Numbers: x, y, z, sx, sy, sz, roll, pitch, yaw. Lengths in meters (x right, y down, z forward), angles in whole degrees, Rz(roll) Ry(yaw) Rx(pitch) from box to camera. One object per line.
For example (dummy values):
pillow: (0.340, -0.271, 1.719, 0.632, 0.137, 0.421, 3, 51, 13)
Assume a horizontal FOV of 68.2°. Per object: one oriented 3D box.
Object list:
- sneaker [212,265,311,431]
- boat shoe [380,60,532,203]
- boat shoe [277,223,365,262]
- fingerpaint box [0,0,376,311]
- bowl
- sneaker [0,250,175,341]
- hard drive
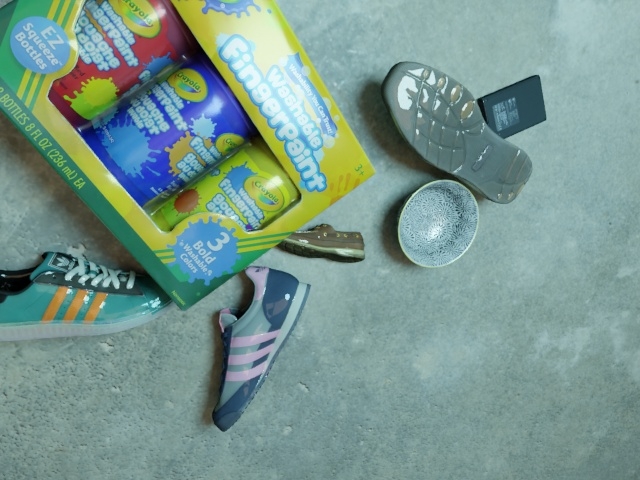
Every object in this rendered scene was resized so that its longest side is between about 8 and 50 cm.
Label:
sneaker: (-0.143, 0.192, 0.872, 0.131, 0.112, 0.318, 28, 93, -6)
boat shoe: (0.229, -0.185, 0.855, 0.355, 0.130, 0.132, 34, 97, -29)
boat shoe: (0.000, 0.000, 0.877, 0.178, 0.064, 0.060, 9, 72, -21)
fingerpaint box: (-0.192, -0.182, 0.702, 0.371, 0.163, 0.444, -36, 113, -5)
bowl: (0.211, -0.039, 0.916, 0.170, 0.080, 0.170, -5, 108, -16)
sneaker: (-0.383, 0.077, 0.747, 0.303, 0.108, 0.120, -6, 111, -14)
hard drive: (0.382, -0.259, 0.937, 0.135, 0.022, 0.094, -24, 111, -9)
